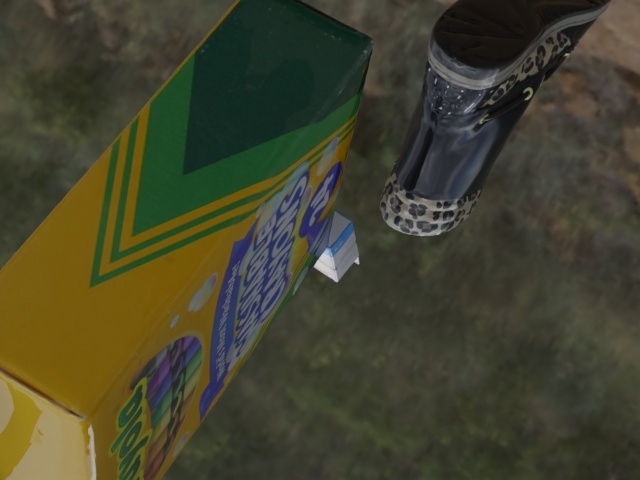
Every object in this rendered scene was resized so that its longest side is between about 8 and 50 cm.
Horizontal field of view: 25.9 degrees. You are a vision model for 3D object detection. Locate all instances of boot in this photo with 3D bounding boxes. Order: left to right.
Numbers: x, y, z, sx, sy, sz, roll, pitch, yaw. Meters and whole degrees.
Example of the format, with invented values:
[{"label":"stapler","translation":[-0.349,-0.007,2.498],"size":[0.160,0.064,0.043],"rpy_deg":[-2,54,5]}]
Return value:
[{"label":"boot","translation":[0.134,-0.118,1.086],"size":[0.085,0.236,0.179],"rpy_deg":[33,131,17]}]

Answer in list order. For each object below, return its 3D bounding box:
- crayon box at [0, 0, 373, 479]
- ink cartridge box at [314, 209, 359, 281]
[{"label":"crayon box","translation":[-0.093,0.040,0.748],"size":[0.083,0.323,0.203],"rpy_deg":[30,148,11]},{"label":"ink cartridge box","translation":[0.000,0.000,1.017],"size":[0.048,0.028,0.083],"rpy_deg":[34,165,18]}]
